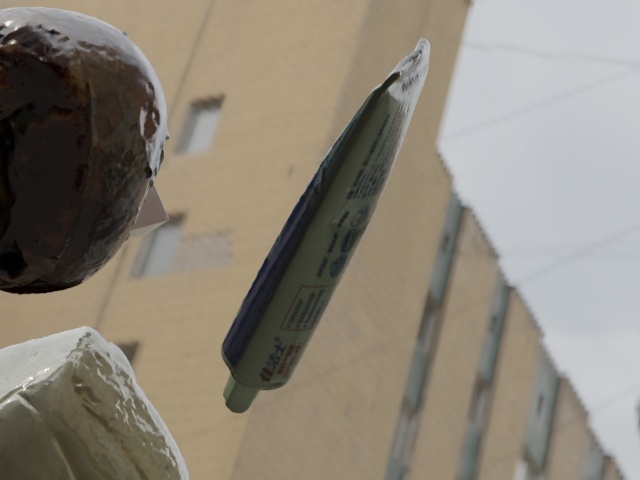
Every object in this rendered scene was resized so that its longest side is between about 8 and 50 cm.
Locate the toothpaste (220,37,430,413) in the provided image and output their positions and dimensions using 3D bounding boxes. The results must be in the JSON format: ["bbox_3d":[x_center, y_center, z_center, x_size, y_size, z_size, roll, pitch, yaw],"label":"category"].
[{"bbox_3d":[-0.001,0.000,1.107,0.069,0.047,0.268,-3,-49,-43],"label":"toothpaste"}]

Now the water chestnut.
[{"bbox_3d":[-0.236,-0.074,1.419,0.223,0.238,0.224,6,-79,34],"label":"water chestnut"}]

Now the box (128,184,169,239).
[{"bbox_3d":[-0.228,-0.057,1.758,0.051,0.130,0.129,-29,-98,41],"label":"box"}]

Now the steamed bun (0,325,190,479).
[{"bbox_3d":[-0.329,0.256,1.750,0.383,0.236,0.247,-26,-78,29],"label":"steamed bun"}]
